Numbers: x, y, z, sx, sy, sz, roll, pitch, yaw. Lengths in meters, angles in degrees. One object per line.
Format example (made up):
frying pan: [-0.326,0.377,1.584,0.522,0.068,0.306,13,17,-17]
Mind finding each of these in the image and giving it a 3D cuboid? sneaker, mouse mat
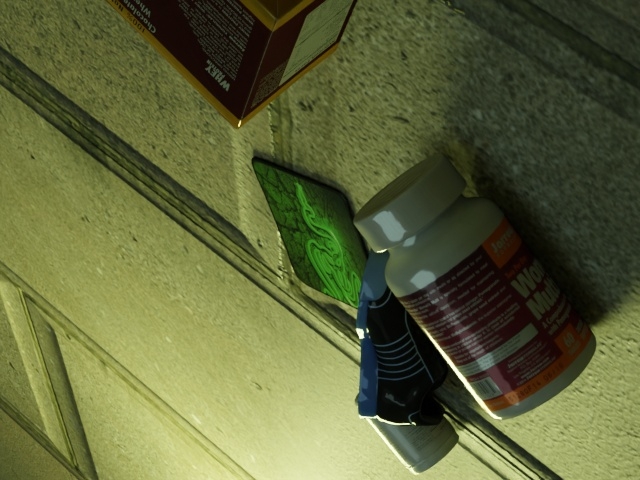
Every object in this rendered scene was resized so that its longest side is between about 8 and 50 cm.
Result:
sneaker: [0.087,0.099,1.628,0.090,0.081,0.232,7,131,11]
mouse mat: [0.000,0.000,1.700,0.153,0.007,0.189,23,146,43]

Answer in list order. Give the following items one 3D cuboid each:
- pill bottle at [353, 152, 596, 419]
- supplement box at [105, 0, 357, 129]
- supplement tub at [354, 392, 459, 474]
pill bottle: [0.134,0.039,1.394,0.221,0.121,0.121,52,155,-8]
supplement box: [-0.076,-0.235,1.333,0.191,0.129,0.194,45,155,8]
supplement tub: [0.095,0.197,1.752,0.107,0.071,0.071,52,156,-6]
